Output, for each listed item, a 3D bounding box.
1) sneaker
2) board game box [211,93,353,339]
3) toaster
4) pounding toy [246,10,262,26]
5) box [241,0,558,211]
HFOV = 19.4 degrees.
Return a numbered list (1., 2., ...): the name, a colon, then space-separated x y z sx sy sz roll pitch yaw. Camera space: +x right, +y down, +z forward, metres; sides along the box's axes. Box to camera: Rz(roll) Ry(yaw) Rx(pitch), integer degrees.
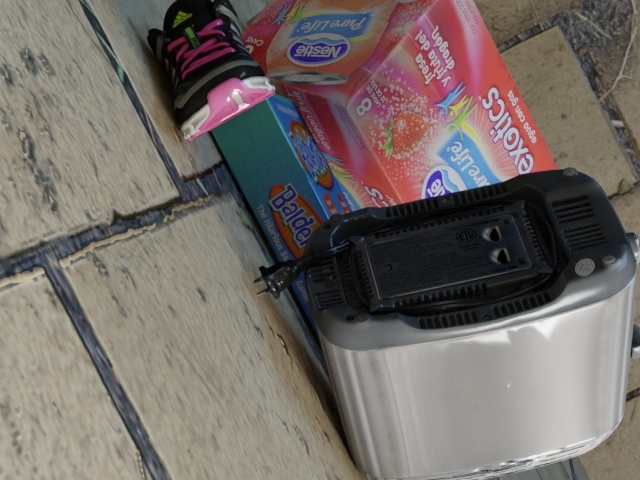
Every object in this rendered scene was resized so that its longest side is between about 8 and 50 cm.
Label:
1. sneaker: -0.072 -0.111 1.142 0.075 0.063 0.170 62 2 -12
2. board game box: 0.000 0.000 1.296 0.210 0.047 0.160 62 7 2
3. toaster: 0.083 0.059 1.124 0.129 0.227 0.146 -106 -176 -53
4. pounding toy: 0.004 -0.140 1.730 0.141 0.100 0.130 27 34 -60
5. box: 0.070 -0.075 1.495 0.154 0.142 0.300 24 -24 43
